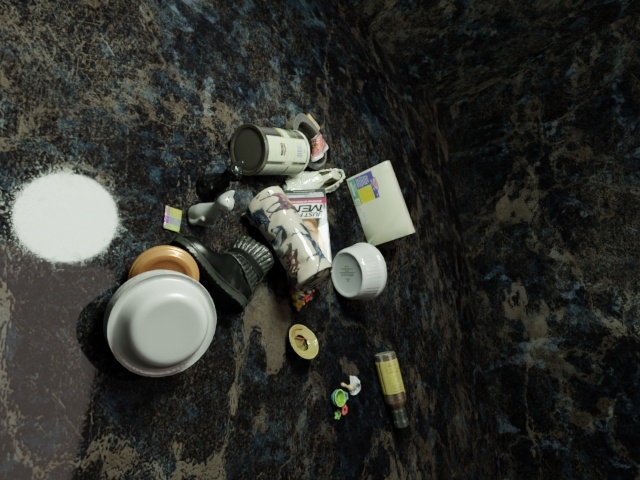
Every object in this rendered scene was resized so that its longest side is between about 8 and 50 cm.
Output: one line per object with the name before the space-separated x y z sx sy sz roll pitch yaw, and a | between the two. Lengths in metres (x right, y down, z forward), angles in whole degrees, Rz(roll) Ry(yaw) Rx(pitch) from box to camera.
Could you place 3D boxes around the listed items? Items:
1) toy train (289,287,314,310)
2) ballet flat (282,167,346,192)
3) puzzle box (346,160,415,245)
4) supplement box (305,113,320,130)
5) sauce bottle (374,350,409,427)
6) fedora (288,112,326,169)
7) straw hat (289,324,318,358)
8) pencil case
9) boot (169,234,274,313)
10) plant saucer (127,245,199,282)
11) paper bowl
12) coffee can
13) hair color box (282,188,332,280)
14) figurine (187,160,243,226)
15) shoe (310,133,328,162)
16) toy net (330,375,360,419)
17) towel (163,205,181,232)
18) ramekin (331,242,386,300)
toy train | -0.081 0.217 1.664 0.125 0.046 0.166 -55 153 -28
ballet flat | -0.015 -0.290 1.937 0.409 0.147 0.147 -26 94 -52
puzzle box | 0.322 -0.194 2.192 0.052 0.272 0.408 -16 87 -53
supplement box | -0.050 -0.604 2.115 0.098 0.036 0.062 46 44 -28
sauce bottle | 0.346 0.712 1.942 0.111 0.111 0.344 -1 76 -51
fedora | -0.088 -0.453 1.925 0.275 0.124 0.243 41 47 -42
straw hat | -0.082 0.408 1.590 0.144 0.061 0.144 29 38 -26
pencil case | -0.123 0.003 1.540 0.410 0.183 0.160 56 22 13
boot | -0.329 0.055 1.392 0.348 0.131 0.260 53 42 -27
plant saucer | -0.458 0.115 1.191 0.200 0.037 0.200 -6 105 -26
paper bowl | -0.426 0.227 1.101 0.284 0.148 0.284 -3 95 -34
coffee can | -0.205 -0.369 1.681 0.275 0.202 0.201 -12 83 -53
hair color box | -0.059 -0.026 1.702 0.113 0.185 0.374 100 -13 -70
figurine | -0.352 -0.161 1.396 0.092 0.209 0.214 34 50 -38
shoe | -0.020 -0.426 1.852 0.081 0.063 0.178 60 32 -22
toy net | 0.123 0.665 1.737 0.232 0.045 0.122 -17 87 -53
towel | -0.493 -0.072 1.346 0.060 0.009 0.083 21 59 -45
ramekin | 0.164 0.150 1.858 0.127 0.273 0.272 -6 78 -40
